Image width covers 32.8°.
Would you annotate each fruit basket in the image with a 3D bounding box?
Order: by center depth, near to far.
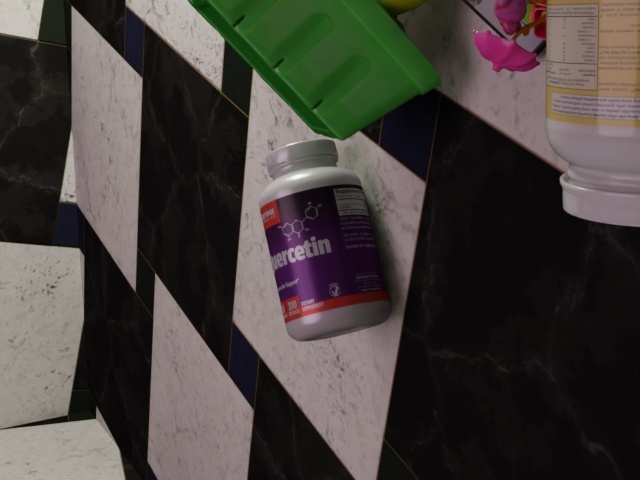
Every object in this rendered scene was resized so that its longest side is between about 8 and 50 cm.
[{"bbox_3d":[0.044,-0.373,1.564,0.283,0.392,0.392,-147,52,-73],"label":"fruit basket"}]

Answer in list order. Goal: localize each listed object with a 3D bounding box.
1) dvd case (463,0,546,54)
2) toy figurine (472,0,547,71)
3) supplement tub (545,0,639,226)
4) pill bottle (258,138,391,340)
[{"bbox_3d":[0.218,-0.359,1.350,0.253,0.022,0.180,44,145,3],"label":"dvd case"},{"bbox_3d":[0.241,-0.269,1.258,0.130,0.159,0.173,18,136,34],"label":"toy figurine"},{"bbox_3d":[0.341,-0.193,1.058,0.241,0.241,0.331,21,115,60],"label":"supplement tub"},{"bbox_3d":[0.000,0.000,1.844,0.181,0.181,0.323,-31,70,61],"label":"pill bottle"}]
